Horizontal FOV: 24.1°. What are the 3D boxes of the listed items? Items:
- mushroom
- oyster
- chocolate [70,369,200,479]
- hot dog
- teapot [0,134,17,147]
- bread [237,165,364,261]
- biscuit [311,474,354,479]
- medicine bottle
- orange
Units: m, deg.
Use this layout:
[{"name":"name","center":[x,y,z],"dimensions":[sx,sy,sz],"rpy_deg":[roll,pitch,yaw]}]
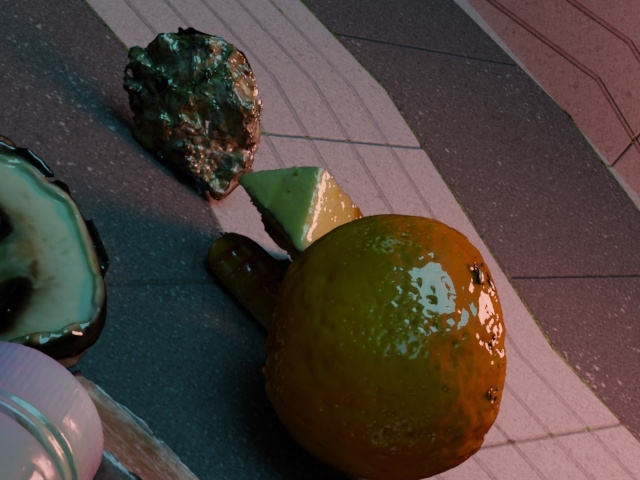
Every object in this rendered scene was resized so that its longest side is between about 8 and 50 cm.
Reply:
[{"name":"mushroom","center":[-0.377,0.032,1.739],"dimensions":[0.247,0.130,0.344],"rpy_deg":[-13,54,-37]},{"name":"oyster","center":[-0.186,-0.187,2.236],"dimensions":[0.092,0.198,0.259],"rpy_deg":[-65,141,-70]},{"name":"chocolate","center":[-0.188,0.275,1.593],"dimensions":[0.303,0.100,0.185],"rpy_deg":[41,1,-3]},{"name":"hot dog","center":[-0.053,0.081,2.088],"dimensions":[0.250,0.076,0.104],"rpy_deg":[46,28,18]},{"name":"teapot","center":[-0.439,-0.090,1.898],"dimensions":[0.098,0.078,0.129],"rpy_deg":[6,24,30]},{"name":"bread","center":[0.000,0.000,2.103],"dimensions":[0.178,0.142,0.266],"rpy_deg":[64,9,32]},{"name":"biscuit","center":[0.068,0.419,1.761],"dimensions":[0.359,0.046,0.359],"rpy_deg":[30,29,-18]},{"name":"medicine bottle","center":[-0.345,0.262,1.321],"dimensions":[0.219,0.219,0.388],"rpy_deg":[35,28,-6]},{"name":"orange","center":[0.073,0.135,1.887],"dimensions":[0.293,0.340,0.340],"rpy_deg":[-2,39,-9]}]
